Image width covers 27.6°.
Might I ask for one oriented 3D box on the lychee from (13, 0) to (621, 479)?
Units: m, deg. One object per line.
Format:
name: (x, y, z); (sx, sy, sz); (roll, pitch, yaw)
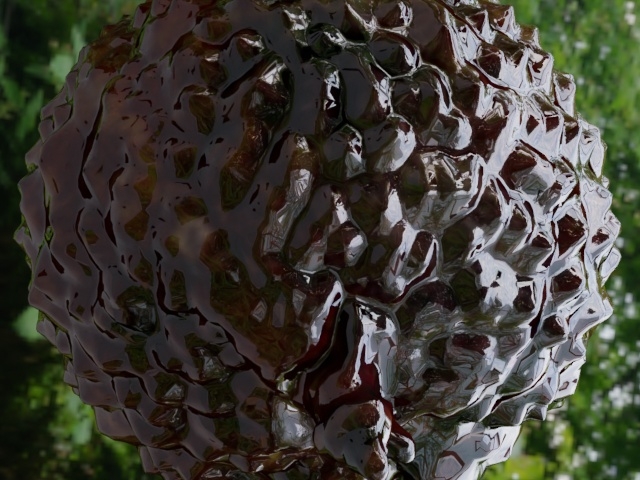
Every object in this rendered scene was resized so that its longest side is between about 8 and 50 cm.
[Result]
lychee: (0.000, 0.000, 0.913); (0.500, 0.425, 0.424); (-88, -171, -59)
